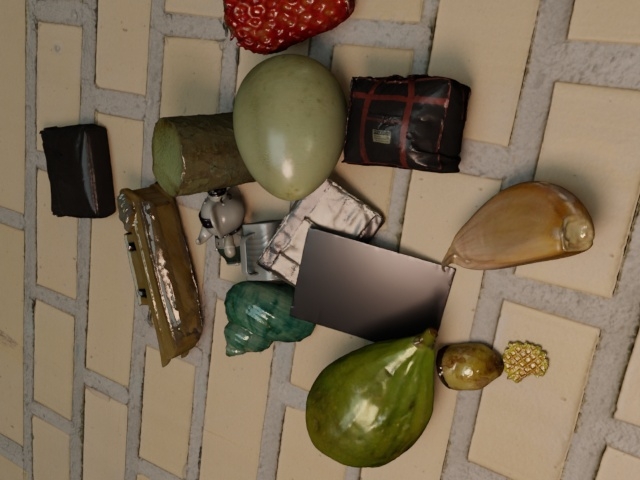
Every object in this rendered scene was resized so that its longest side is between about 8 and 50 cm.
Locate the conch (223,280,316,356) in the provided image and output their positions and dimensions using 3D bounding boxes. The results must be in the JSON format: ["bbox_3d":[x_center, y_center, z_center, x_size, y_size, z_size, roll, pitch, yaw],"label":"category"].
[{"bbox_3d":[-0.131,0.173,1.392,0.196,0.134,0.202,46,118,16],"label":"conch"}]

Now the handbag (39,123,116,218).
[{"bbox_3d":[-0.642,-0.178,1.658,0.223,0.080,0.246,2,101,31],"label":"handbag"}]

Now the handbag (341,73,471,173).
[{"bbox_3d":[0.149,-0.210,1.133,0.215,0.155,0.169,11,99,32],"label":"handbag"}]

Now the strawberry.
[{"bbox_3d":[-0.058,-0.456,1.204,0.245,0.205,0.205,3,102,10],"label":"strawberry"}]

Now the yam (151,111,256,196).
[{"bbox_3d":[-0.222,-0.183,1.309,0.161,0.268,0.161,14,112,38],"label":"yam"}]

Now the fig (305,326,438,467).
[{"bbox_3d":[0.126,0.306,1.209,0.314,0.233,0.233,-24,87,37],"label":"fig"}]

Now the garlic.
[{"bbox_3d":[0.330,-0.011,1.063,0.245,0.164,0.145,-19,107,38],"label":"garlic"}]

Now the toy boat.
[{"bbox_3d":[-0.393,0.084,1.535,0.162,0.136,0.445,-9,96,37],"label":"toy boat"}]

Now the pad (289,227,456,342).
[{"bbox_3d":[0.097,0.105,1.267,0.300,0.005,0.202,15,109,9],"label":"pad"}]

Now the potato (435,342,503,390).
[{"bbox_3d":[0.280,0.238,1.193,0.103,0.066,0.096,-26,90,39],"label":"potato"}]

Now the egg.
[{"bbox_3d":[-0.055,-0.210,1.196,0.218,0.218,0.295,-22,55,32],"label":"egg"}]

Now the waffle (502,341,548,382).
[{"bbox_3d":[0.375,0.223,1.169,0.085,0.016,0.078,-9,95,31],"label":"waffle"}]

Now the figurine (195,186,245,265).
[{"bbox_3d":[-0.213,-0.038,1.407,0.126,0.147,0.192,-3,118,13],"label":"figurine"}]

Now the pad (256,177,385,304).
[{"bbox_3d":[0.000,0.000,1.286,0.174,0.022,0.233,33,103,-3],"label":"pad"}]

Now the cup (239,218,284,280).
[{"bbox_3d":[-0.121,0.025,1.359,0.095,0.128,0.129,-3,96,42],"label":"cup"}]
